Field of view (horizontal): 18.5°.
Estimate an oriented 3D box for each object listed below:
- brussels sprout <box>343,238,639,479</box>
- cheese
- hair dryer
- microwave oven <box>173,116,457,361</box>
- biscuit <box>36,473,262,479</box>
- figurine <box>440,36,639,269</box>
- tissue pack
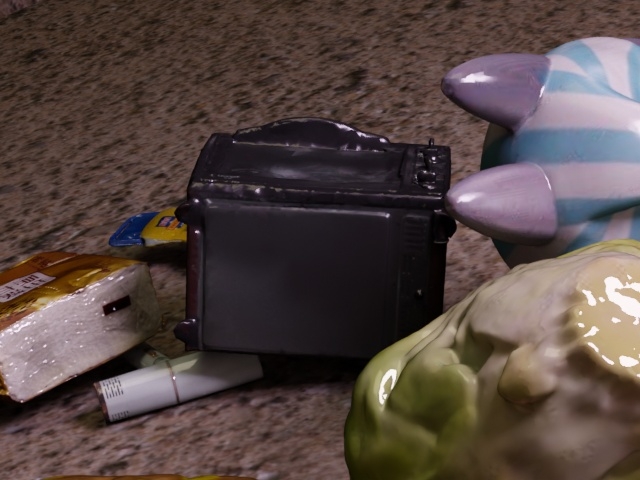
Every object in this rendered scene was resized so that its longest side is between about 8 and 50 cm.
[{"bbox_3d":[0.174,0.116,1.324,0.273,0.243,0.316,8,-34,-39],"label":"brussels sprout"},{"bbox_3d":[-0.099,-0.020,2.152,0.270,0.069,0.177,-6,21,19],"label":"cheese"},{"bbox_3d":[-0.144,0.111,1.876,0.154,0.044,0.183,-14,17,-8],"label":"hair dryer"},{"bbox_3d":[0.000,0.001,1.789,0.247,0.188,0.178,4,22,3],"label":"microwave oven"},{"bbox_3d":[-0.176,0.226,1.414,0.394,0.070,0.350,-4,7,11],"label":"biscuit"},{"bbox_3d":[0.249,-0.002,1.498,0.377,0.266,0.361,-8,29,-37],"label":"figurine"},{"bbox_3d":[-0.278,0.083,1.923,0.183,0.092,0.226,-25,16,-26],"label":"tissue pack"}]
